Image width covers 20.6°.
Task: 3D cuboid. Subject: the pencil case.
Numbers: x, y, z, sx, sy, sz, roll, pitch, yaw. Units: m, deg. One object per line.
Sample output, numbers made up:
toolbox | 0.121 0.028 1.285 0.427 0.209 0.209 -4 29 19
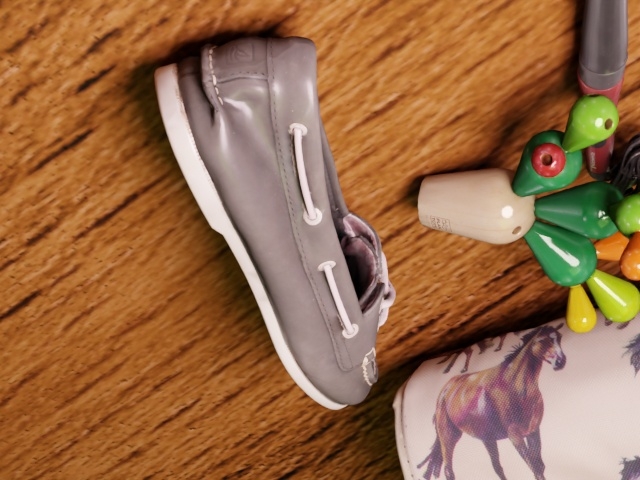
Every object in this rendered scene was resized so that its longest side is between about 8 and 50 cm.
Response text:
pencil case | 0.268 0.118 1.251 0.410 0.160 0.183 -17 135 21

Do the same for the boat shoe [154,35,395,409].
boat shoe | 0.000 0.000 1.097 0.095 0.112 0.335 -17 141 9

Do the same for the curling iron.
curling iron | 0.187 -0.108 1.086 0.068 0.035 0.274 -10 145 10

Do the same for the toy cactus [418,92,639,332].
toy cactus | 0.152 -0.009 1.126 0.180 0.112 0.219 4 155 20
